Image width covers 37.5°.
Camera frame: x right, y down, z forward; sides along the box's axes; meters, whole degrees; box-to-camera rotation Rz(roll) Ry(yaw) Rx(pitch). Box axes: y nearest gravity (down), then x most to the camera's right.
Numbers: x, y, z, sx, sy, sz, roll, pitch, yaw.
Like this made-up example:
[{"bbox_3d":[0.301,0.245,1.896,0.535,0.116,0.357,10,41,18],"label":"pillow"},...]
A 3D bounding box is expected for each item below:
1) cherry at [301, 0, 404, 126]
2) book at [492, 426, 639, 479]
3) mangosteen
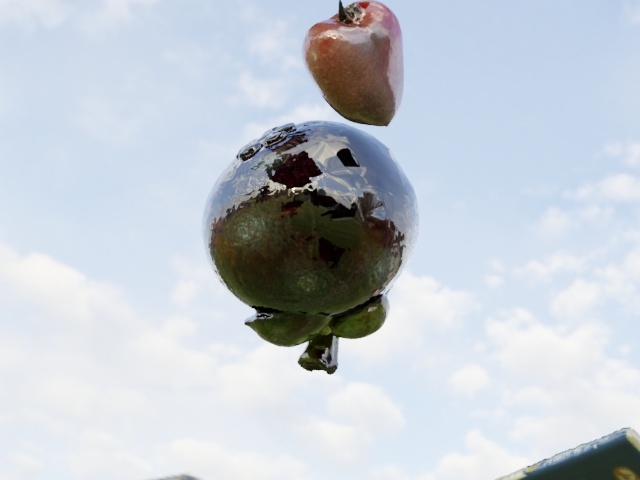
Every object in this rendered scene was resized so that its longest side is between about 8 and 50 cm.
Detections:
[{"bbox_3d":[0.031,-0.176,0.923,0.106,0.126,0.087,-7,14,-32],"label":"cherry"},{"bbox_3d":[0.195,0.269,0.726,0.228,0.018,0.322,43,-41,-4],"label":"book"},{"bbox_3d":[-0.006,-0.012,1.300,0.330,0.330,0.330,9,-30,6],"label":"mangosteen"}]
